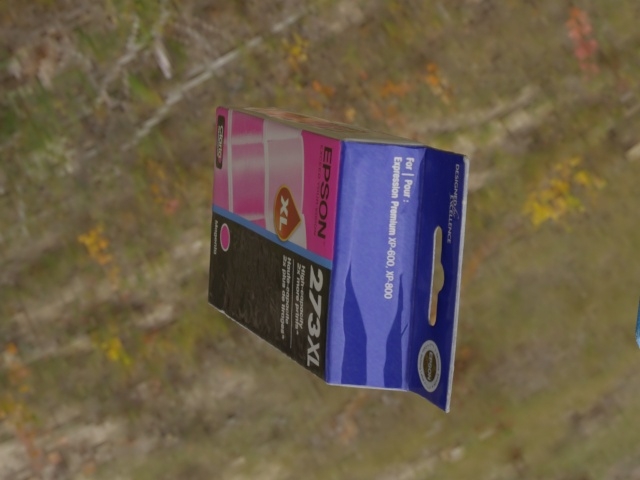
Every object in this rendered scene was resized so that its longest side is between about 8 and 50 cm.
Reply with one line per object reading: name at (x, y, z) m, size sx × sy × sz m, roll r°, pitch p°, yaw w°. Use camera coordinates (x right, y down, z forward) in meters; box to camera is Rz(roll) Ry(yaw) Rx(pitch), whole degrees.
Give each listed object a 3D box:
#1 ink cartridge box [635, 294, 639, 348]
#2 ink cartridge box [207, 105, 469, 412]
ink cartridge box at (0.479, 0.027, 1.506) m, size 0.307 × 0.223 × 0.129 m, roll 1°, pitch 152°, yaw 23°
ink cartridge box at (0.000, 0.000, 1.173) m, size 0.069 × 0.175 × 0.371 m, roll 0°, pitch -171°, yaw -24°
